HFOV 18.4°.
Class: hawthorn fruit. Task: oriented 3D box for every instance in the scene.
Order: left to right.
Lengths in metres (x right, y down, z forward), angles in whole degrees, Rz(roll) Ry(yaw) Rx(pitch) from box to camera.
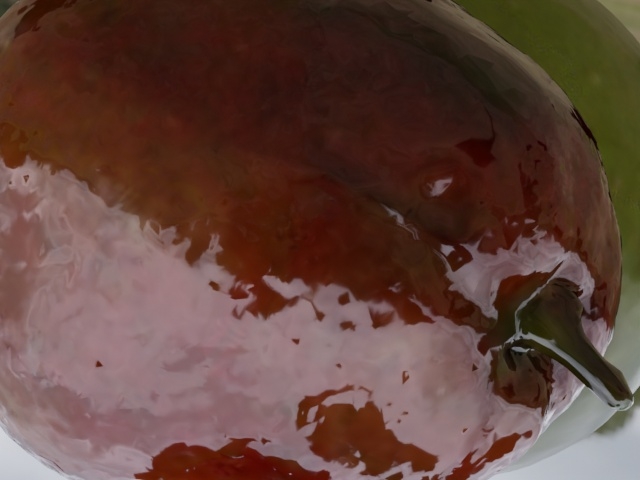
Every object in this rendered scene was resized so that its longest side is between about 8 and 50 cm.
[{"bbox_3d":[0.000,0.000,0.684,0.261,0.224,0.224,13,-178,34],"label":"hawthorn fruit"}]

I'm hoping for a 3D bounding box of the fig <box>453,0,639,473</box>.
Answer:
[{"bbox_3d":[0.029,-0.032,0.948,0.326,0.258,0.258,36,172,-32],"label":"fig"}]
